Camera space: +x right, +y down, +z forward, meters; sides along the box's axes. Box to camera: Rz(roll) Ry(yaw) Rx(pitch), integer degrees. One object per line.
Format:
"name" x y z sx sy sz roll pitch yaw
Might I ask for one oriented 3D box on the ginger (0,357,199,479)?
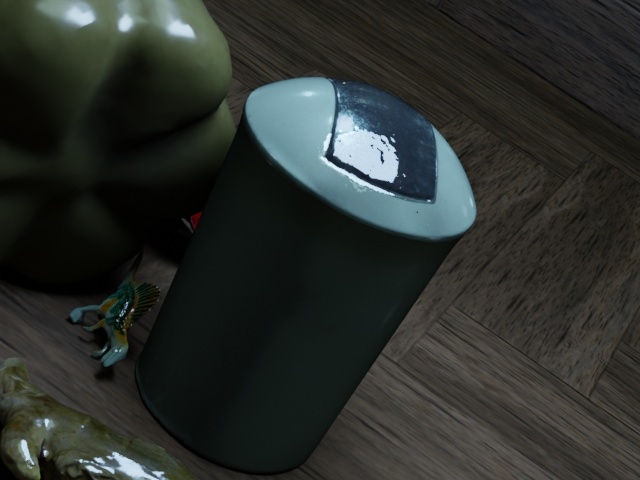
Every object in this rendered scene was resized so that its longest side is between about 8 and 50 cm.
"ginger" -0.223 0.231 1.430 0.333 0.080 0.166 37 16 6

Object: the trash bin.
"trash bin" -0.019 0.026 1.594 0.280 0.432 0.280 23 27 -12

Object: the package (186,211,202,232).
"package" -0.204 -0.098 1.934 0.269 0.071 0.194 46 -14 53

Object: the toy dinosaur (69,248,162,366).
"toy dinosaur" -0.228 0.075 1.670 0.187 0.106 0.044 -50 123 -37

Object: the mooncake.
"mooncake" -0.324 -0.155 1.604 0.467 0.467 0.262 3 47 -42
